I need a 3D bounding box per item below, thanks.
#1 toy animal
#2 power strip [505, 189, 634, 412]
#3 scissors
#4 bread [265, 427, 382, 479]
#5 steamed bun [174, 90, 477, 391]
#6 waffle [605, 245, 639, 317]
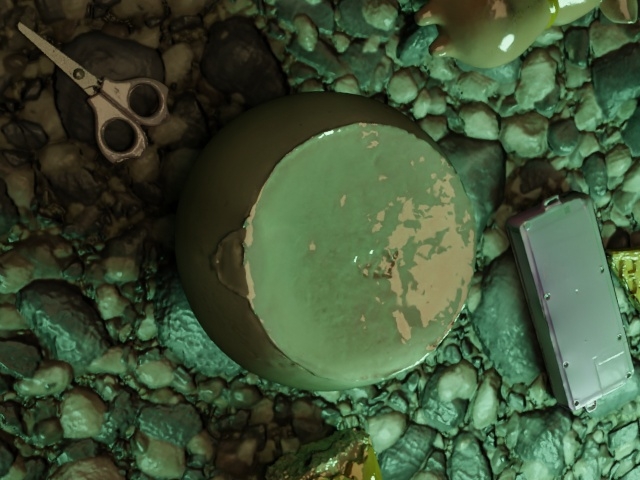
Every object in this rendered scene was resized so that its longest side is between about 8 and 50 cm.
[{"bbox_3d":[0.217,-0.287,1.664,0.248,0.149,0.165,-29,126,-7],"label":"toy animal"},{"bbox_3d":[0.309,0.073,1.819,0.109,0.037,0.278,-24,108,-21],"label":"power strip"},{"bbox_3d":[-0.240,-0.163,1.531,0.189,0.015,0.100,40,79,-23],"label":"scissors"},{"bbox_3d":[0.014,0.279,1.685,0.125,0.082,0.106,-28,103,-22],"label":"bread"},{"bbox_3d":[0.000,0.000,1.563,0.324,0.206,0.324,-4,99,-28],"label":"steamed bun"},{"bbox_3d":[0.402,0.080,1.874,0.098,0.023,0.152,-9,103,-23],"label":"waffle"}]
